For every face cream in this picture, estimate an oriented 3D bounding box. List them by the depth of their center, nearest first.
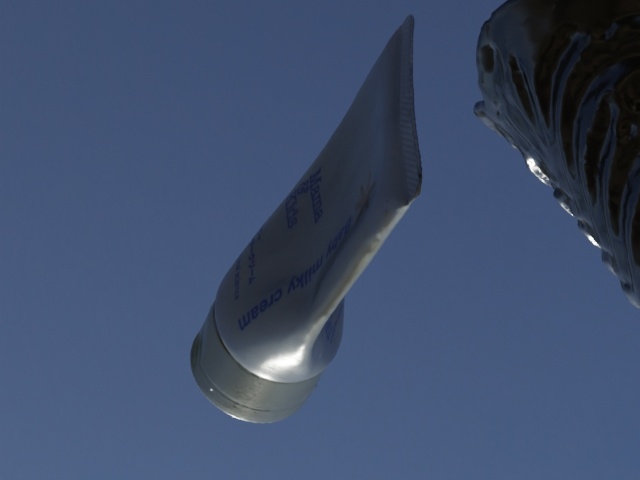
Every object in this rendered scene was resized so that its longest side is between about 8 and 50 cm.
[{"bbox_3d":[0.000,0.000,0.850,0.070,0.114,0.224,13,-42,-15],"label":"face cream"}]

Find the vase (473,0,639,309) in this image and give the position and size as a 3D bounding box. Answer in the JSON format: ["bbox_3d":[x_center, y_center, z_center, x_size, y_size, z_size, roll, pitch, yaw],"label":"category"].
[{"bbox_3d":[0.129,0.032,0.471,0.115,0.237,0.115,-14,-30,-8],"label":"vase"}]
